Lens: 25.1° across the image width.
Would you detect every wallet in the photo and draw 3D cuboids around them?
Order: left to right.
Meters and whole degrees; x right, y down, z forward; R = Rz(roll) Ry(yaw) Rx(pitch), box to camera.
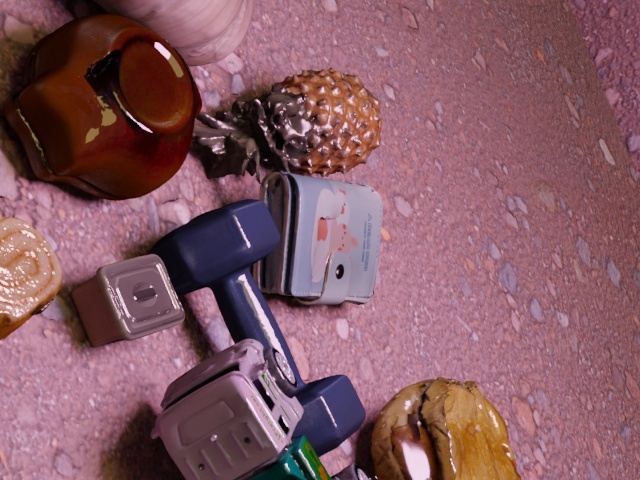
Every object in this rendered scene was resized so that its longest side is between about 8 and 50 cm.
[{"bbox_3d":[0.000,0.000,1.968,0.250,0.075,0.176,6,88,-60],"label":"wallet"}]

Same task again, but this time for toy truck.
[{"bbox_3d":[-0.039,0.294,1.582,0.363,0.176,0.178,59,9,-3],"label":"toy truck"}]

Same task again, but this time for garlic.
[{"bbox_3d":[-0.202,-0.374,1.843,0.322,0.241,0.322,25,52,-38],"label":"garlic"}]

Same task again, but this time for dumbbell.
[{"bbox_3d":[-0.076,0.115,1.738,0.325,0.144,0.160,65,27,0],"label":"dumbbell"}]

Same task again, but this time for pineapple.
[{"bbox_3d":[-0.054,-0.158,1.992,0.340,0.169,0.169,-11,77,-56],"label":"pineapple"}]

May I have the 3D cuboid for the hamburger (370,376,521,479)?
[{"bbox_3d":[0.175,0.327,1.998,0.285,0.134,0.265,16,51,-62],"label":"hamburger"}]

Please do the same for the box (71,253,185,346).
[{"bbox_3d":[-0.219,0.071,1.622,0.122,0.062,0.089,-15,81,-62],"label":"box"}]

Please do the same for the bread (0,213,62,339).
[{"bbox_3d":[-0.330,0.032,1.459,0.122,0.073,0.149,55,30,-11],"label":"bread"}]

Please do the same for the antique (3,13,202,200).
[{"bbox_3d":[-0.243,-0.160,1.698,0.278,0.129,0.223,-22,87,-59],"label":"antique"}]
